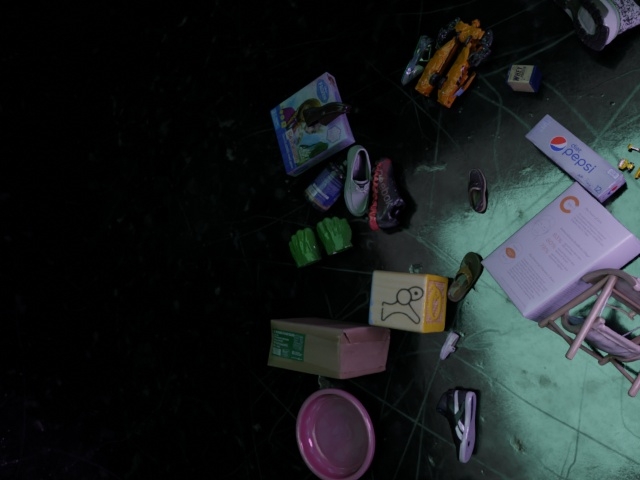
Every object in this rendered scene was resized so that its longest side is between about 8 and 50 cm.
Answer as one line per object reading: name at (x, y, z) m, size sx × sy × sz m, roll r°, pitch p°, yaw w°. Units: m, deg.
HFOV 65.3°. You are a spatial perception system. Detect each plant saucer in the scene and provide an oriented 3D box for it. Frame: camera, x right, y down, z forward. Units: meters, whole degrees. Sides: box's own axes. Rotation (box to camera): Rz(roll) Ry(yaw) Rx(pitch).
plant saucer at (0.062, 0.711, 1.836) m, size 0.332 × 0.084 × 0.332 m, roll -6°, pitch 79°, yaw 34°

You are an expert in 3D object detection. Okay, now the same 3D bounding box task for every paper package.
paper package at (0.028, 0.370, 1.767) m, size 0.325 × 0.309 × 0.168 m, roll 1°, pitch 84°, yaw 36°

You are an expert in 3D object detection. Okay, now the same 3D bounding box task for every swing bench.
swing bench at (0.766, 0.220, 1.286) m, size 0.254 × 0.253 × 0.165 m, roll -55°, pitch 15°, yaw 16°

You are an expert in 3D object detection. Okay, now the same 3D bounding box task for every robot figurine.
robot figurine at (0.465, -0.622, 1.733) m, size 0.211 × 0.085 × 0.291 m, roll 41°, pitch 108°, yaw 31°

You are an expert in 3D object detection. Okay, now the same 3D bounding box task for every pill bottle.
pill bottle at (0.044, -0.226, 1.945) m, size 0.219 × 0.123 × 0.123 m, roll -46°, pitch 61°, yaw 15°

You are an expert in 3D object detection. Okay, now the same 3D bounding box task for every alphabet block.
alphabet block at (0.296, 0.202, 1.674) m, size 0.197 × 0.193 × 0.192 m, roll 3°, pitch 87°, yaw 35°

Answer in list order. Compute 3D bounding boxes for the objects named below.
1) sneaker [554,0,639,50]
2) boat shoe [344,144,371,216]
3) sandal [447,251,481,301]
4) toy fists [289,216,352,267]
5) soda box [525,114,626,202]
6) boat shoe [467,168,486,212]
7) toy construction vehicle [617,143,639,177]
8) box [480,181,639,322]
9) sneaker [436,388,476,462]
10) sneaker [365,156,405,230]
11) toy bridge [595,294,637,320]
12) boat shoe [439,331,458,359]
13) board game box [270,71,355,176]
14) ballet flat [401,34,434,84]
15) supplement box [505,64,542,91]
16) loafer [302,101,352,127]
sneaker at (0.828, -0.759, 1.498) m, size 0.182 × 0.158 × 0.410 m, roll -15°, pitch 71°, yaw 0°
boat shoe at (0.146, -0.215, 1.850) m, size 0.088 × 0.096 × 0.267 m, roll -125°, pitch 37°, yaw -72°
sandal at (0.471, 0.123, 1.650) m, size 0.072 × 0.049 × 0.180 m, roll 34°, pitch 103°, yaw 33°
toy fists at (0.000, 0.000, 1.970) m, size 0.279 × 0.096 × 0.142 m, roll -23°, pitch 81°, yaw 29°
soda box at (0.749, -0.243, 1.475) m, size 0.091 × 0.098 × 0.286 m, roll -49°, pitch 60°, yaw 21°
boat shoe at (0.517, -0.170, 1.656) m, size 0.056 × 0.049 × 0.152 m, roll -14°, pitch 76°, yaw 33°
toy construction vehicle at (0.902, -0.221, 1.409) m, size 0.098 × 0.035 × 0.085 m, roll 32°, pitch 113°, yaw 36°
box at (0.679, 0.044, 1.423) m, size 0.345 × 0.168 × 0.215 m, roll -46°, pitch 50°, yaw 22°
sneaker at (0.429, 0.588, 1.607) m, size 0.121 × 0.079 × 0.216 m, roll 0°, pitch 76°, yaw 38°
sneaker at (0.248, -0.170, 1.818) m, size 0.135 × 0.098 × 0.276 m, roll 3°, pitch 81°, yaw 27°
toy bridge at (0.816, 0.149, 1.420) m, size 0.063 × 0.026 × 0.188 m, roll -44°, pitch 62°, yaw 23°
boat shoe at (0.429, 0.355, 1.658) m, size 0.035 × 0.035 × 0.100 m, roll 26°, pitch 92°, yaw 37°
board game box at (-0.042, -0.477, 2.078) m, size 0.318 × 0.066 × 0.318 m, roll -27°, pitch 69°, yaw 29°
ballet flat at (0.360, -0.653, 1.826) m, size 0.070 × 0.070 × 0.188 m, roll 32°, pitch 105°, yaw 34°
supplement box at (0.647, -0.516, 1.592) m, size 0.083 × 0.083 × 0.056 m, roll 18°, pitch 93°, yaw 36°
loafer at (0.029, -0.486, 1.950) m, size 0.220 × 0.080 × 0.078 m, roll -2°, pitch 92°, yaw 39°
